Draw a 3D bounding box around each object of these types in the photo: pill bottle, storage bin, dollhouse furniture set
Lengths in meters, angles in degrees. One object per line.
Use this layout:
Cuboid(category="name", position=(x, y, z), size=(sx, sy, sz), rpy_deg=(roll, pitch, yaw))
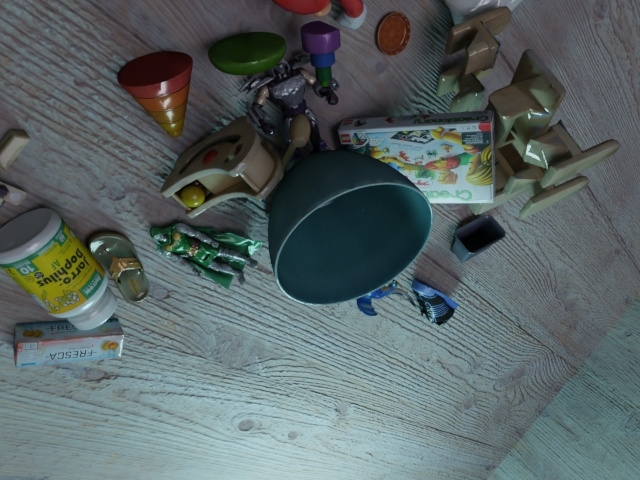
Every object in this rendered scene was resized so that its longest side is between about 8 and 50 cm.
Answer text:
Cuboid(category="pill bottle", position=(-0.441, 0.057, 0.891), size=(0.118, 0.117, 0.208), rpy_deg=(-33, 131, -13))
Cuboid(category="storage bin", position=(0.431, -0.002, 1.478), size=(0.135, 0.098, 0.091), rpy_deg=(-26, 157, -20))
Cuboid(category="dollhouse furniture set", position=(0.451, -0.247, 1.142), size=(0.257, 0.361, 0.394), rpy_deg=(-24, 158, -7))
Cuboid(category="dollhouse furniture set", position=(-0.463, -0.101, 0.812), size=(0.114, 0.091, 0.081), rpy_deg=(-52, 148, 0))

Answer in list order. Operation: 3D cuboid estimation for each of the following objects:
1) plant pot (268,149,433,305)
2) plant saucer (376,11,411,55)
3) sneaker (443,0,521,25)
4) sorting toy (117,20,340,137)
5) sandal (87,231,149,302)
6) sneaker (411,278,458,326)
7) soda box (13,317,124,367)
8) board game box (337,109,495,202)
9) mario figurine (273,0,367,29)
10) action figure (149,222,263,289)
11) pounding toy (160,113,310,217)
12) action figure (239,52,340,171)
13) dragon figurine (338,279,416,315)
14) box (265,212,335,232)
Cuboid(category="plant pot", position=(0.028, -0.050, 0.947), size=(0.291, 0.195, 0.290), rpy_deg=(-15, 140, -14))
Cuboid(category="plant saucer", position=(0.148, -0.420, 1.066), size=(0.084, 0.013, 0.083), rpy_deg=(-17, 125, -26))
Cuboid(category="sneaker", position=(0.366, -0.568, 1.061), size=(0.292, 0.108, 0.169), rpy_deg=(-51, 136, 5))
Cuboid(category="sorting toy", position=(-0.136, -0.261, 0.876), size=(0.366, 0.127, 0.126), rpy_deg=(-18, 133, -12))
Cuboid(category="sandal", position=(-0.369, 0.056, 0.986), size=(0.072, 0.049, 0.180), rpy_deg=(-29, 130, -17))
Cuboid(category="sneaker", position=(0.321, 0.186, 1.517), size=(0.232, 0.081, 0.090), rpy_deg=(32, 90, -43))
Cuboid(category="soda box", position=(-0.473, 0.191, 0.989), size=(0.183, 0.063, 0.058), rpy_deg=(2, 116, -35))
Cuboid(category="board game box", position=(0.203, -0.167, 1.097), size=(0.053, 0.306, 0.192), rpy_deg=(-66, 149, -43))
Cuboid(category="mario figurine", position=(0.021, -0.479, 0.900), size=(0.321, 0.170, 0.197), rpy_deg=(-26, 94, -32))
Cuboid(category="action figure", position=(-0.237, 0.023, 1.052), size=(0.232, 0.063, 0.137), rpy_deg=(25, 105, -38))
Cuboid(category="pounding toy", position=(-0.129, -0.108, 0.920), size=(0.270, 0.154, 0.155), rpy_deg=(-25, 132, 22))
Cuboid(category="action figure", position=(-0.041, -0.233, 1.000), size=(0.186, 0.099, 0.284), rpy_deg=(-24, 125, -5))
Cuboid(category="dragon figurine", position=(0.121, 0.136, 1.346), size=(0.144, 0.085, 0.289), rpy_deg=(-51, 132, 3))
Cuboid(category="box", position=(0.000, 0.000, 1.156), size=(0.181, 0.119, 0.181), rpy_deg=(-27, 129, -18))
